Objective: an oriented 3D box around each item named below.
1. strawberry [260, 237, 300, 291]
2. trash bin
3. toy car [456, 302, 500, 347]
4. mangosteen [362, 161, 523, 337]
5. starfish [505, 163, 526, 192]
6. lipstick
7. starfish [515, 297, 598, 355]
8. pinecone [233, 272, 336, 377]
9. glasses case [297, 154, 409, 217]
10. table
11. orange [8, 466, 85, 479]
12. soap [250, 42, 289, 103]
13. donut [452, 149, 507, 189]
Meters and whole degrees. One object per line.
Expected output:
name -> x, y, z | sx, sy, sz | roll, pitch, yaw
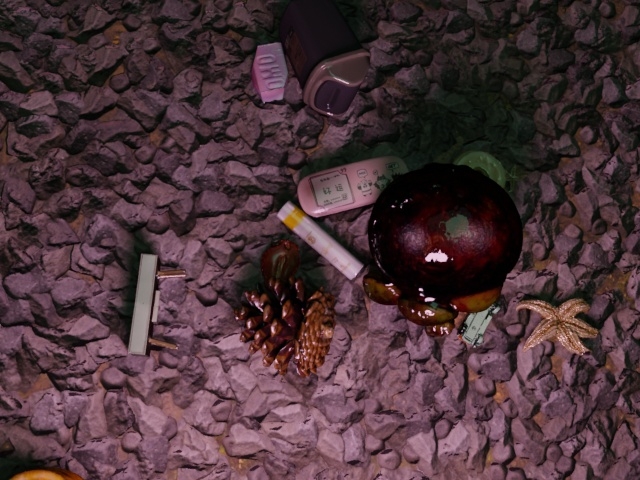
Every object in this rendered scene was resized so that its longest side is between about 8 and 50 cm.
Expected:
strawberry -> -0.105, 0.061, 1.831 | 0.104, 0.048, 0.152 | 11, 73, -3
trash bin -> 0.012, -0.494, 1.887 | 0.182, 0.209, 0.290 | -21, 77, -19
toy car -> 0.418, 0.210, 1.878 | 0.073, 0.054, 0.143 | 32, 71, -2
mangosteen -> 0.294, 0.009, 1.764 | 0.381, 0.421, 0.381 | 10, 36, -8
starfish -> 0.545, -0.177, 1.999 | 0.086, 0.016, 0.092 | 10, 71, -5
lipstick -> 0.000, 0.000, 1.854 | 0.264, 0.059, 0.059 | 41, 75, 0
starfish -> 0.639, 0.230, 1.904 | 0.238, 0.071, 0.216 | 34, 70, 6
pinecone -> -0.084, 0.194, 1.710 | 0.264, 0.264, 0.264 | 2, 78, -8
glasses case -> 0.092, -0.146, 1.890 | 0.314, 0.075, 0.122 | -14, 78, -11
table -> -0.395, 0.164, 1.726 | 0.111, 0.121, 0.240 | 6, 78, -8
orange -> -0.599, 0.645, 1.528 | 0.274, 0.274, 0.310 | -4, 122, -10
soap -> -0.139, -0.458, 1.932 | 0.100, 0.056, 0.149 | -11, 80, -8
donut -> 0.450, -0.187, 1.961 | 0.166, 0.065, 0.108 | 45, 75, 3
